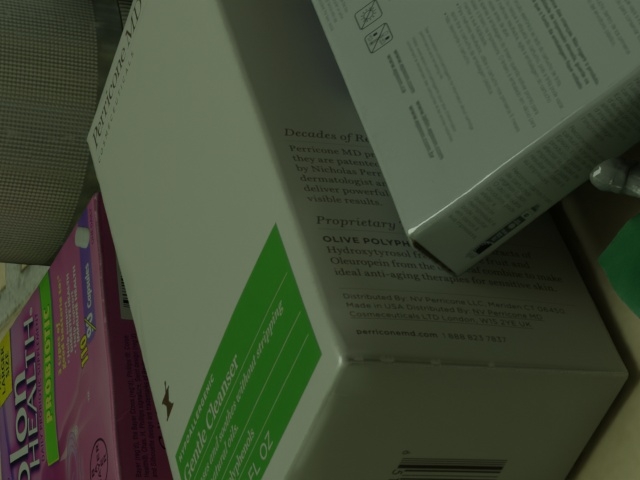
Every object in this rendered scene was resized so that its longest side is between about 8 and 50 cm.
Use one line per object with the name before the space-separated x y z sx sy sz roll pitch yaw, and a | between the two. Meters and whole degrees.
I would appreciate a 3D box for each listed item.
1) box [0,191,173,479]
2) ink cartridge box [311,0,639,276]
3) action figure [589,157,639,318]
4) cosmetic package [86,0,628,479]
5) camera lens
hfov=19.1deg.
box | -0.130 0.121 1.301 0.243 0.117 0.213 130 139 -52
ink cartridge box | 0.106 -0.128 0.877 0.224 0.045 0.223 -38 43 19
action figure | 0.177 0.033 0.718 0.137 0.063 0.232 -63 35 33
cosmetic package | 0.000 0.000 0.998 0.365 0.155 0.197 -112 35 -44
camera lens | -0.225 -0.093 1.368 0.219 0.274 0.219 -174 90 -65
